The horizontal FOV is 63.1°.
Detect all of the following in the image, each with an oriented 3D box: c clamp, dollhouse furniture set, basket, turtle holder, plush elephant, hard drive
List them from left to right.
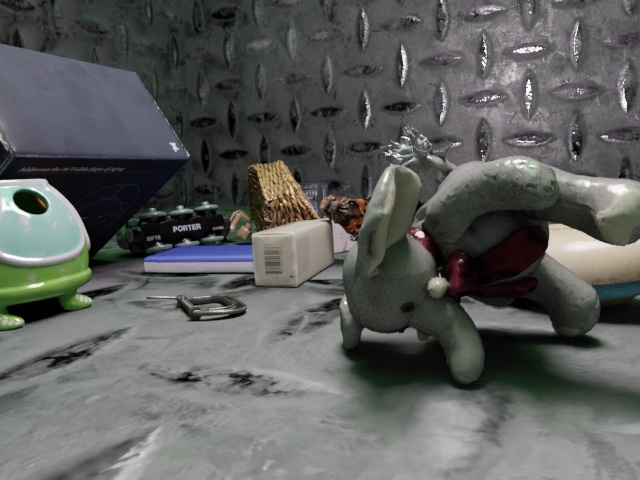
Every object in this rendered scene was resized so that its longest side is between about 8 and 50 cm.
[{"bbox_3d":[-0.554,0.015,0.863,0.320,0.227,0.243,-7,9,-33],"label":"turtle holder"},{"bbox_3d":[-0.200,0.108,0.864,0.137,0.022,0.161,-1,4,-32],"label":"c clamp"},{"bbox_3d":[-0.234,0.043,1.283,0.319,0.040,0.210,-1,7,11],"label":"hard drive"},{"bbox_3d":[-0.248,-0.006,1.716,0.151,0.123,0.144,33,9,-1],"label":"dollhouse furniture set"},{"bbox_3d":[-0.093,-0.129,1.605,0.223,0.213,0.299,-5,29,-15],"label":"basket"},{"bbox_3d":[0.143,0.031,0.589,0.330,0.255,0.272,36,-20,23],"label":"plush elephant"}]

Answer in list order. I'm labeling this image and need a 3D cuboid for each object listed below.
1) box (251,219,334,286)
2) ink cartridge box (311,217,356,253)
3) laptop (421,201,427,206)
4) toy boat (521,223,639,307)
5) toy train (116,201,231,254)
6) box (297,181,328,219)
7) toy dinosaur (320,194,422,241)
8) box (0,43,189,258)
[{"bbox_3d":[-0.051,0.020,1.142,0.094,0.113,0.275,-1,6,17],"label":"box"},{"bbox_3d":[0.032,-0.015,1.462,0.143,0.089,0.092,-11,11,-44],"label":"ink cartridge box"},{"bbox_3d":[0.530,-0.089,2.201,0.264,0.136,0.234,25,-11,-38],"label":"laptop"},{"bbox_3d":[0.451,0.037,0.846,0.318,0.148,0.268,-16,9,-35],"label":"toy boat"},{"bbox_3d":[-0.441,-0.027,1.576,0.334,0.142,0.190,-12,0,-43],"label":"toy train"},{"bbox_3d":[-0.066,-0.147,2.148,0.233,0.183,0.059,4,9,43],"label":"box"},{"bbox_3d":[0.162,-0.034,1.237,0.322,0.164,0.218,-1,12,-24],"label":"toy dinosaur"},{"bbox_3d":[-0.662,-0.160,1.206,0.472,0.297,0.480,-36,-8,25],"label":"box"}]
